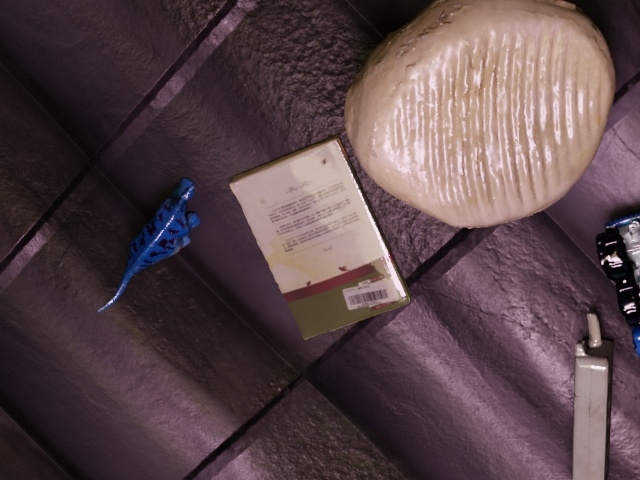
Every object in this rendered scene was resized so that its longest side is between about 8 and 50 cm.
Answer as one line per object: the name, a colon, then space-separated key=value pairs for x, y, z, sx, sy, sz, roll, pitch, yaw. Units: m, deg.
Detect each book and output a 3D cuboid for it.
book: x=0.000 y=0.000 z=1.749 sx=0.201 sy=0.026 sz=0.289 roll=-20 pitch=100 yaw=22

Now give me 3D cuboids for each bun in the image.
bun: x=0.221 y=-0.183 z=1.517 sx=0.362 sy=0.234 sz=0.326 roll=-31 pitch=103 yaw=8

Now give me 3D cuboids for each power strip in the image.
power strip: x=0.409 y=0.245 z=1.662 sx=0.053 sy=0.093 sz=0.287 roll=4 pitch=109 yaw=20

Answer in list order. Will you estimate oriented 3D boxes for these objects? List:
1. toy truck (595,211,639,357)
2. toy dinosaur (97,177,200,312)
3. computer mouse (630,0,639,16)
toy truck: x=0.474 y=0.059 z=1.565 sx=0.113 sy=0.126 sz=0.208 roll=-18 pitch=105 yaw=21
toy dinosaur: x=-0.252 y=-0.010 z=1.780 sx=0.076 sy=0.144 sz=0.329 roll=42 pitch=127 yaw=-3
computer mouse: x=0.471 y=-0.345 z=1.462 sx=0.147 sy=0.088 sz=0.264 roll=-32 pitch=93 yaw=21
